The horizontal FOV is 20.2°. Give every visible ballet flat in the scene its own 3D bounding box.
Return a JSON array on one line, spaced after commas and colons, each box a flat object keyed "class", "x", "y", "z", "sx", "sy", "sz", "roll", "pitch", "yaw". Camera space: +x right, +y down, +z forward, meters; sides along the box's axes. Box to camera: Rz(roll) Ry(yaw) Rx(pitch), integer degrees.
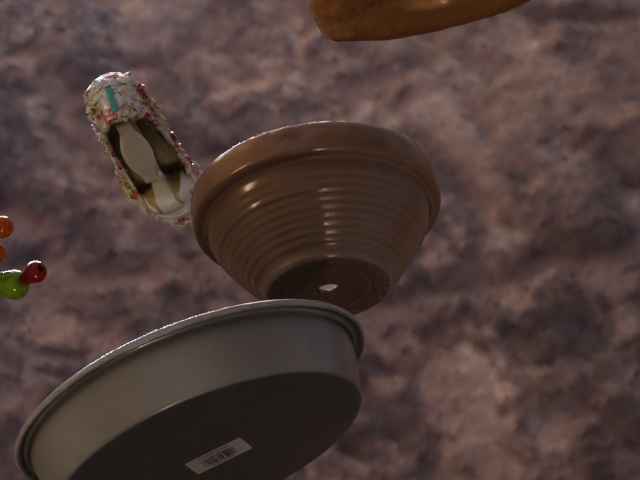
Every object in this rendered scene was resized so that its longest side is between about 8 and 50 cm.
[{"class": "ballet flat", "x": -0.179, "y": -0.075, "z": 1.881, "sx": 0.241, "sy": 0.091, "sz": 0.077, "roll": 56, "pitch": -170, "yaw": -45}]

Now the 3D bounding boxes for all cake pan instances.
[{"class": "cake pan", "x": -0.092, "y": 0.146, "z": 1.413, "sx": 0.293, "sy": 0.293, "sz": 0.054, "roll": -3, "pitch": -122, "yaw": -37}]

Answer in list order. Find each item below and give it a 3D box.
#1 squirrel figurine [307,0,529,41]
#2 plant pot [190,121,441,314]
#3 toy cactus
[{"class": "squirrel figurine", "x": 0.157, "y": -0.349, "z": 1.280, "sx": 0.397, "sy": 0.281, "sz": 0.370, "roll": -7, "pitch": -155, "yaw": 4}, {"class": "plant pot", "x": 0.000, "y": 0.000, "z": 1.668, "sx": 0.237, "sy": 0.237, "sz": 0.110, "roll": 9, "pitch": -126, "yaw": -23}, {"class": "toy cactus", "x": -0.387, "y": 0.028, "z": 1.712, "sx": 0.219, "sy": 0.180, "sz": 0.112, "roll": 12, "pitch": -117, "yaw": -27}]
